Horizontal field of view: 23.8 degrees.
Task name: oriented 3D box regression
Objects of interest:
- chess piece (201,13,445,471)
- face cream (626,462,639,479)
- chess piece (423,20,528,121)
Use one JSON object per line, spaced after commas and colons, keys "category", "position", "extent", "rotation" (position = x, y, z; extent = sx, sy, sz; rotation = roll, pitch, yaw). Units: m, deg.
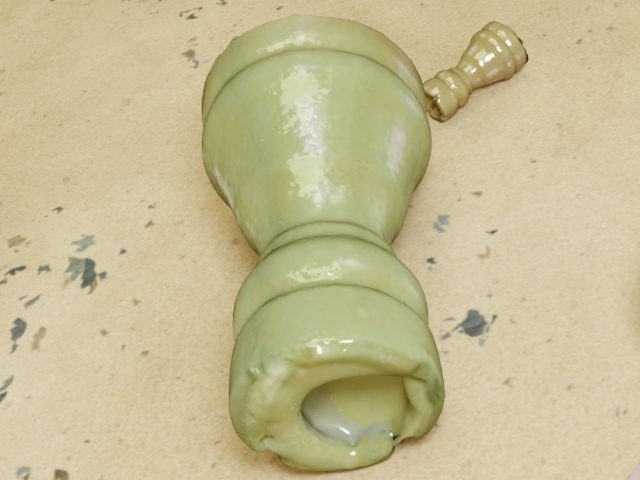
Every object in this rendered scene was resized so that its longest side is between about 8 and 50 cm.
{"category": "chess piece", "position": [0.000, 0.000, 1.433], "extent": [0.234, 0.234, 0.442], "rotation": [-13, 43, 9]}
{"category": "face cream", "position": [0.355, 0.216, 1.106], "extent": [0.269, 0.073, 0.107], "rotation": [22, 51, 42]}
{"category": "chess piece", "position": [0.167, -0.186, 1.696], "extent": [0.122, 0.066, 0.066], "rotation": [-40, 41, -17]}
